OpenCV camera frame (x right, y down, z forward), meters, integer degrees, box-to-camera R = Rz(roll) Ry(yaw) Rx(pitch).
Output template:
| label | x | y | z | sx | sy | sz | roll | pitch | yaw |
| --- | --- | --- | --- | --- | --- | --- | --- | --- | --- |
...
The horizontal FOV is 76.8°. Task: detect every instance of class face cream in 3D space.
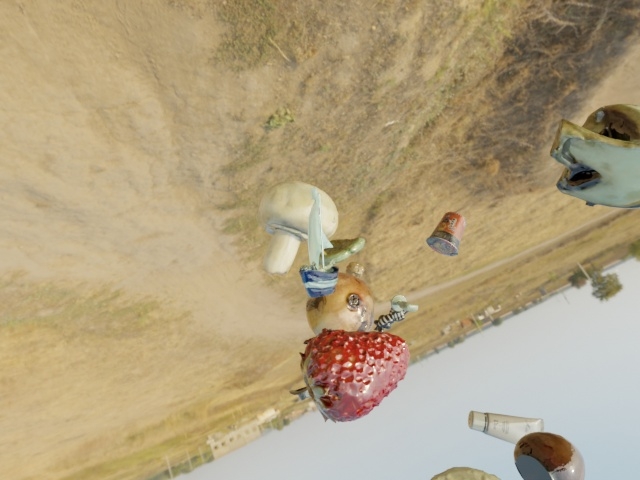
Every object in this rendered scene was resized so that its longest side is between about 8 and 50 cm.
| label | x | y | z | sx | sy | sz | roll | pitch | yaw |
| --- | --- | --- | --- | --- | --- | --- | --- | --- | --- |
| face cream | 0.820 | 0.829 | 1.786 | 0.315 | 0.143 | 0.089 | 11 | 163 | 7 |

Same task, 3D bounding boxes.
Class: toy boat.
| label | x | y | z | sx | sy | sz | roll | pitch | yaw |
| --- | --- | --- | --- | --- | --- | --- | --- | --- | --- |
| toy boat | 0.000 | 0.000 | 1.071 | 0.067 | 0.290 | 0.220 | 1 | -179 | 23 |

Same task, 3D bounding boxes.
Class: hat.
| label | x | y | z | sx | sy | sz | roll | pitch | yaw |
| --- | --- | --- | --- | --- | --- | --- | --- | --- | --- |
| hat | -0.067 | 0.609 | 1.612 | 0.121 | 0.050 | 0.121 | -17 | 167 | -4 |

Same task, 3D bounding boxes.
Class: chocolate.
| label | x | y | z | sx | sy | sz | roll | pitch | yaw |
| --- | --- | --- | --- | --- | --- | --- | --- | --- | --- |
| chocolate | 0.620 | 0.599 | 1.089 | 0.177 | 0.176 | 0.176 | -22 | 160 | -9 |

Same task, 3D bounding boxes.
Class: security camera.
| label | x | y | z | sx | sy | sz | roll | pitch | yaw |
| --- | --- | --- | --- | --- | --- | --- | --- | --- | --- |
| security camera | 0.265 | 0.205 | 1.267 | 0.058 | 0.058 | 0.092 | -21 | -173 | -11 |

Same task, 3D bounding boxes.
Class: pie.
| label | x | y | z | sx | sy | sz | roll | pitch | yaw |
| --- | --- | --- | --- | --- | --- | --- | --- | --- | --- |
| pie | 0.075 | 0.038 | 1.694 | 0.241 | 0.054 | 0.240 | -22 | -167 | 5 |

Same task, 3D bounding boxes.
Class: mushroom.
| label | x | y | z | sx | sy | sz | roll | pitch | yaw |
| --- | --- | --- | --- | --- | --- | --- | --- | --- | --- |
| mushroom | -0.098 | -0.036 | 1.436 | 0.315 | 0.336 | 0.314 | 18 | 176 | 1 |
| mushroom | 0.765 | -0.217 | 1.057 | 0.212 | 0.292 | 0.217 | -62 | 150 | -29 |

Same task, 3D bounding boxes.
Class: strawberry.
| label | x | y | z | sx | sy | sz | roll | pitch | yaw |
| --- | --- | --- | --- | --- | --- | --- | --- | --- | --- |
| strawberry | 0.085 | 0.283 | 0.899 | 0.245 | 0.205 | 0.205 | -17 | 158 | -18 |

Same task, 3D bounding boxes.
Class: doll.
| label | x | y | z | sx | sy | sz | roll | pitch | yaw |
| --- | --- | --- | --- | --- | --- | --- | --- | --- | --- |
| doll | 0.367 | 0.400 | 2.089 | 0.219 | 0.091 | 0.067 | -37 | 142 | 9 |

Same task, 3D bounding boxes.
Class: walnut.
| label | x | y | z | sx | sy | sz | roll | pitch | yaw |
| --- | --- | --- | --- | --- | --- | --- | --- | --- | --- |
| walnut | 0.175 | 0.150 | 2.057 | 0.082 | 0.096 | 0.078 | -114 | -134 | -75 |

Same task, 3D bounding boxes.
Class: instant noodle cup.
| label | x | y | z | sx | sy | sz | roll | pitch | yaw |
| --- | --- | --- | --- | --- | --- | --- | --- | --- | --- |
| instant noodle cup | 0.481 | -0.029 | 1.512 | 0.135 | 0.127 | 0.127 | -59 | 167 | -17 |

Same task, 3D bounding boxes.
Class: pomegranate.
| label | x | y | z | sx | sy | sz | roll | pitch | yaw |
| --- | --- | --- | --- | --- | --- | --- | --- | --- | --- |
| pomegranate | 0.084 | 0.296 | 1.745 | 0.322 | 0.322 | 0.322 | -22 | 160 | -9 |

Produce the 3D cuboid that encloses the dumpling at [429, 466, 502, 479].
| label | x | y | z | sx | sy | sz | roll | pitch | yaw |
| --- | --- | --- | --- | --- | --- | --- | --- | --- | --- |
| dumpling | 0.595 | 1.040 | 1.529 | 0.315 | 0.395 | 0.233 | -48 | 137 | -13 |
